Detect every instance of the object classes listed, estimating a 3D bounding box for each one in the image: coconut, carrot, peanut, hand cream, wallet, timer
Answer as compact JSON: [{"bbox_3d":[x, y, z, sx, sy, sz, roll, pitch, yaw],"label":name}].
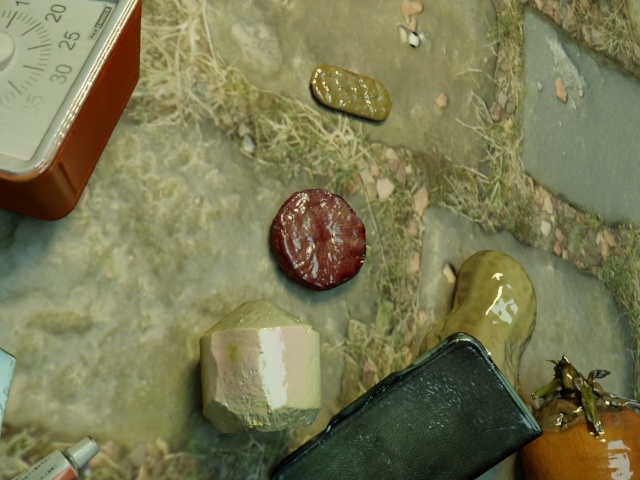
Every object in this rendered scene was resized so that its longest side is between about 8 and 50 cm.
[{"bbox_3d":[-0.069,0.146,0.782,0.147,0.147,0.152,3,78,-30],"label":"coconut"},{"bbox_3d":[0.404,0.336,0.973,0.193,0.214,0.330,2,71,-54],"label":"carrot"},{"bbox_3d":[0.234,0.146,0.966,0.149,0.149,0.313,40,59,-16],"label":"peanut"},{"bbox_3d":[-0.316,0.275,0.656,0.216,0.052,0.038,-37,130,-30],"label":"hand cream"},{"bbox_3d":[0.103,0.262,0.830,0.318,0.045,0.172,-36,92,-2],"label":"wallet"},{"bbox_3d":[-0.346,-0.174,0.695,0.250,0.161,0.257,20,67,-6],"label":"timer"}]

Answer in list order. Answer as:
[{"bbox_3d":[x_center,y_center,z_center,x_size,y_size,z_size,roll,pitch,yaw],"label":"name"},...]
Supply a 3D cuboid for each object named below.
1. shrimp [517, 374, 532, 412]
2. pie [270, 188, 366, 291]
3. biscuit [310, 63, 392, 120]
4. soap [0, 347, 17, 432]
[{"bbox_3d":[0.266,0.258,0.989,0.034,0.124,0.178,27,20,-9],"label":"shrimp"},{"bbox_3d":[0.000,0.000,0.920,0.155,0.036,0.154,8,73,-29],"label":"pie"},{"bbox_3d":[0.049,-0.228,1.021,0.147,0.018,0.071,11,71,-29],"label":"biscuit"},{"bbox_3d":[-0.415,0.129,0.609,0.231,0.091,0.145,15,70,-28],"label":"soap"}]
